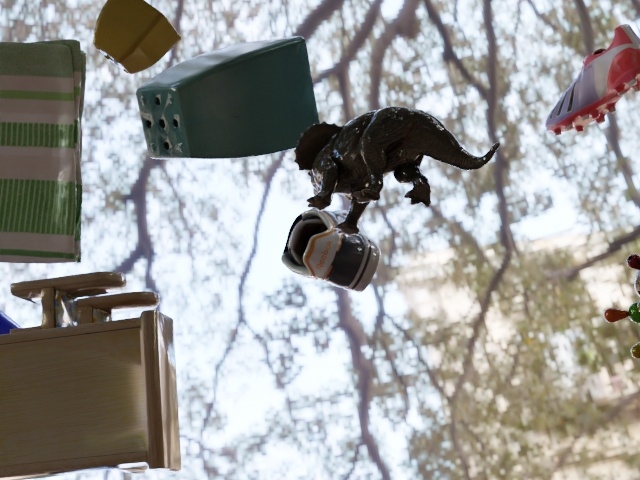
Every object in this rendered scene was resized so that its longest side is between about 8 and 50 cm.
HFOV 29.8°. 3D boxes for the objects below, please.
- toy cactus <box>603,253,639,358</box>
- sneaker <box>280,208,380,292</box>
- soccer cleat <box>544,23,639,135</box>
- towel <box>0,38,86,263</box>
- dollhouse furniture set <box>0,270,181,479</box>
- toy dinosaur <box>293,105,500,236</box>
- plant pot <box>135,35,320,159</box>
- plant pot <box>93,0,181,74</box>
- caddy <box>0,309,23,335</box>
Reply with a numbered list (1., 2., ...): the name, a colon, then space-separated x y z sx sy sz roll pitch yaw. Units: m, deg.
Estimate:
1. toy cactus: 0.460 0.092 1.680 0.112 0.180 0.219 -15 -57 18
2. sneaker: 0.000 0.000 2.033 0.127 0.321 0.126 20 -88 -15
3. soccer cleat: 0.423 -0.241 1.857 0.083 0.095 0.248 -12 -14 -25
4. towel: -0.464 -0.129 1.743 0.248 0.325 0.038 0 1 1
5. dollhouse furniture set: -0.254 0.213 1.468 0.256 0.362 0.394 -7 -15 10
6. toy dinosaur: 0.066 -0.105 1.466 0.313 0.160 0.121 -22 -39 40
7. plant pot: -0.149 -0.202 1.810 0.234 0.165 0.166 -21 17 -40
8. plant pot: -0.245 -0.265 1.548 0.083 0.081 0.081 -51 -17 -4
9. caddy: -0.524 0.200 1.854 0.179 0.241 0.341 -25 -40 -16
